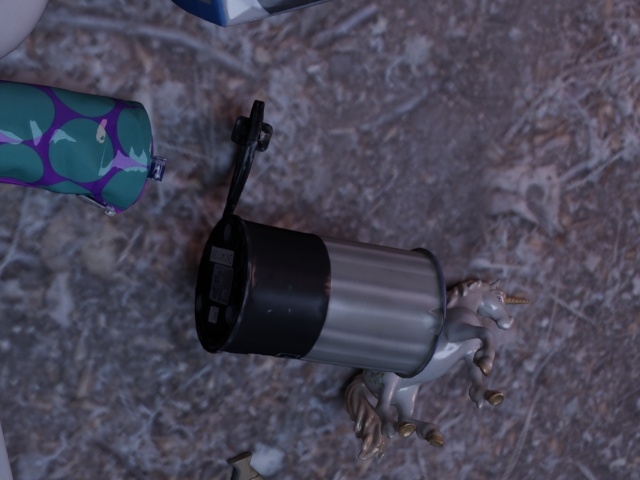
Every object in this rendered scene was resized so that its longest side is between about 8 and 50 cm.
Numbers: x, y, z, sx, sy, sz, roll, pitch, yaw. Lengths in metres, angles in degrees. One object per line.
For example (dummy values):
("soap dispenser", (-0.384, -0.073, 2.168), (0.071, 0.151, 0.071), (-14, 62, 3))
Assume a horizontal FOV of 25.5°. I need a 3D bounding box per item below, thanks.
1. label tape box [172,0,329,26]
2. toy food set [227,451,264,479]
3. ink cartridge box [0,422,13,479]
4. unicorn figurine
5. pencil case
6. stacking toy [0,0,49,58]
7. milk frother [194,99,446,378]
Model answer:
("label tape box", (0.064, -0.286, 0.789), (0.348, 0.115, 0.249), (-17, 112, -15))
("toy food set", (-0.057, 0.213, 0.975), (0.078, 0.019, 0.122), (-29, 117, -16))
("ink cartridge box", (-0.254, 0.176, 0.823), (0.154, 0.093, 0.212), (-15, 110, -21))
("unicorn figurine", (0.085, 0.079, 0.966), (0.162, 0.111, 0.060), (-21, 125, -4))
("pencil case", (-0.170, -0.054, 0.807), (0.152, 0.064, 0.070), (6, 87, -28))
("stacking toy", (-0.227, -0.274, 0.612), (0.350, 0.350, 0.480), (-25, 132, -18))
("milk frother", (0.000, 0.000, 0.873), (0.135, 0.129, 0.143), (10, 108, -25))
